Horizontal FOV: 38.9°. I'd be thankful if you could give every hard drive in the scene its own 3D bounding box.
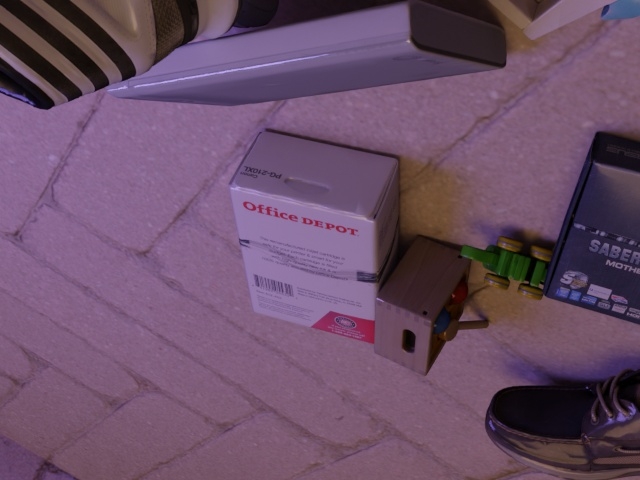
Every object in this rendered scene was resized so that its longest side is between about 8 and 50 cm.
[{"bbox_3d":[-0.013,-0.161,0.822,0.307,0.203,0.040,-2,94,32],"label":"hard drive"}]

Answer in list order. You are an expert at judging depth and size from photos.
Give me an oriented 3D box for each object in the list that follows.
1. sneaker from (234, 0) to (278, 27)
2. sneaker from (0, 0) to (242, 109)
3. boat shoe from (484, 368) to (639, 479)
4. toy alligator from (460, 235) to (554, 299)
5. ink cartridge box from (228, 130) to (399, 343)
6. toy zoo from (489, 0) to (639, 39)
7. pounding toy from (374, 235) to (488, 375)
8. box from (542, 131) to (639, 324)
[{"bbox_3d":[-0.064,-0.293,0.758,0.121,0.099,0.262,3,139,21],"label":"sneaker"},{"bbox_3d":[-0.267,-0.299,0.640,0.448,0.257,0.169,58,154,-9],"label":"sneaker"},{"bbox_3d":[0.382,0.212,1.106,0.355,0.132,0.130,3,129,13],"label":"boat shoe"},{"bbox_3d":[0.248,0.036,1.019,0.189,0.056,0.051,16,-173,0],"label":"toy alligator"},{"bbox_3d":[0.000,0.000,1.066,0.171,0.100,0.237,13,143,15],"label":"ink cartridge box"},{"bbox_3d":[0.163,-0.276,0.699,0.293,0.030,0.192,36,142,-15],"label":"toy zoo"},{"bbox_3d":[0.138,0.086,1.084,0.100,0.130,0.141,23,143,21],"label":"pounding toy"},{"bbox_3d":[0.355,0.008,0.890,0.232,0.059,0.183,17,132,10],"label":"box"}]
